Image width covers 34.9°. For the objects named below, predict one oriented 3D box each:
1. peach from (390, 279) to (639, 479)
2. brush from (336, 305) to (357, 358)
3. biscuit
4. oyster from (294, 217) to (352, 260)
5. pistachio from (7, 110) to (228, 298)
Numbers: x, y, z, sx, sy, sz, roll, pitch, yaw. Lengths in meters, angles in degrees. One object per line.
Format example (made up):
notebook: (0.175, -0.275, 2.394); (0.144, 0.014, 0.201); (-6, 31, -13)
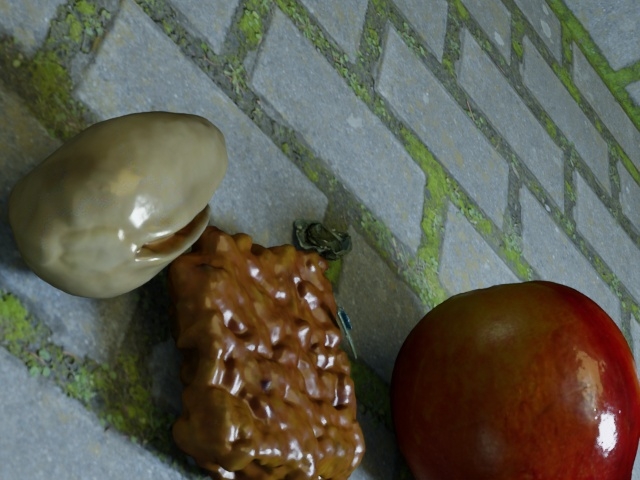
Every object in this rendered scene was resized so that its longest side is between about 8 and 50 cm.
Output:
peach: (0.282, 0.249, 1.444); (0.388, 0.388, 0.389); (33, 44, -40)
brush: (0.037, 0.119, 1.317); (0.016, 0.013, 0.084); (-98, 170, -57)
biscuit: (-0.069, 0.146, 1.234); (0.318, 0.110, 0.312); (17, 56, -52)
oyster: (0.000, -0.001, 1.510); (0.100, 0.037, 0.098); (24, 28, -20)
pistachio: (-0.215, -0.050, 1.106); (0.188, 0.187, 0.299); (59, 27, -9)
